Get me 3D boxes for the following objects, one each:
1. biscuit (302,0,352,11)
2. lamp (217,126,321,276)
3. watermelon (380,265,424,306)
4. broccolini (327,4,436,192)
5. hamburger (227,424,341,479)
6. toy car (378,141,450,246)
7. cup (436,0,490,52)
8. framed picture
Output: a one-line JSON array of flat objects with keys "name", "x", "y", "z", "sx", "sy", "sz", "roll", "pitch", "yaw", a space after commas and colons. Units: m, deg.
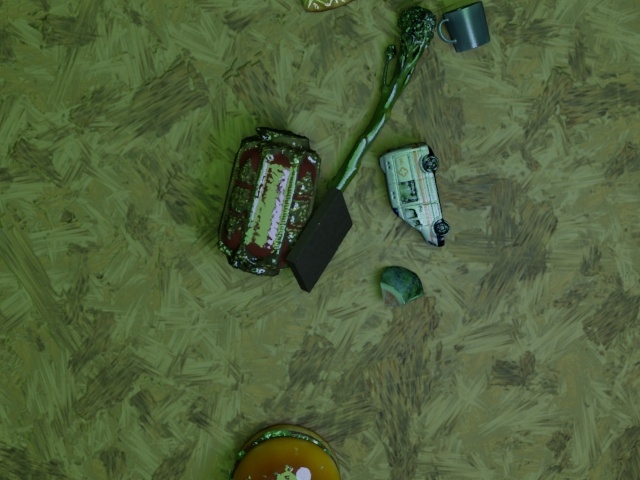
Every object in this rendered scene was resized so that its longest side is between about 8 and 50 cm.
[{"name": "biscuit", "x": 0.038, "y": -0.590, "z": 1.631, "sx": 0.205, "sy": 0.040, "sz": 0.309, "roll": -9, "pitch": 100, "yaw": -2}, {"name": "lamp", "x": -0.095, "y": -0.073, "z": 1.650, "sx": 0.177, "sy": 0.177, "sz": 0.274, "roll": 13, "pitch": 97, "yaw": -5}, {"name": "watermelon", "x": 0.151, "y": 0.093, "z": 1.742, "sx": 0.072, "sy": 0.084, "sz": 0.092, "roll": -50, "pitch": 60, "yaw": 26}, {"name": "broccolini", "x": 0.103, "y": -0.268, "z": 1.683, "sx": 0.079, "sy": 0.074, "sz": 0.392, "roll": 22, "pitch": 102, "yaw": -48}, {"name": "hamburger", "x": -0.067, "y": 0.494, "z": 1.741, "sx": 0.246, "sy": 0.170, "sz": 0.246, "roll": 0, "pitch": 97, "yaw": -3}, {"name": "toy car", "x": 0.181, "y": -0.083, "z": 1.699, "sx": 0.108, "sy": 0.089, "sz": 0.209, "roll": -12, "pitch": 98, "yaw": 0}, {"name": "cup", "x": 0.266, "y": -0.396, "z": 1.655, "sx": 0.100, "sy": 0.078, "sz": 0.077, "roll": -23, "pitch": 104, "yaw": -14}, {"name": "framed picture", "x": 0.000, "y": 0.000, "z": 1.658, "sx": 0.023, "sy": 0.128, "sz": 0.168, "roll": 23, "pitch": 68, "yaw": 24}]
